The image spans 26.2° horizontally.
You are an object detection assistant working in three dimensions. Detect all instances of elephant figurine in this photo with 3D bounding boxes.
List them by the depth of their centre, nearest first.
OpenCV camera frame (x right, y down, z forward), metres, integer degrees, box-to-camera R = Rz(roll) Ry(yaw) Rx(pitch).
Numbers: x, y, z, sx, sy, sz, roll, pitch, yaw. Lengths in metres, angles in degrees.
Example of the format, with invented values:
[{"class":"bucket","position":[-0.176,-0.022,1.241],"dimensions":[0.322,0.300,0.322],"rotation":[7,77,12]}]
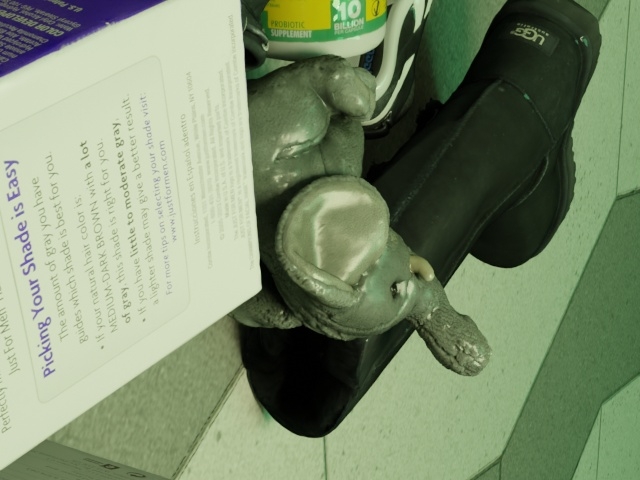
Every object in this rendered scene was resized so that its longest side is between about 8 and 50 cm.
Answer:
[{"class":"elephant figurine","position":[0.000,0.000,0.988],"dimensions":[0.169,0.186,0.239],"rotation":[37,37,-77]}]

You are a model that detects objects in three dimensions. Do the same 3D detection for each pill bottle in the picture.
[{"class":"pill bottle","position":[-0.009,-0.244,0.992],"dimensions":[0.117,0.117,0.208],"rotation":[-39,135,-53]}]

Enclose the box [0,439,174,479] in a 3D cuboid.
[{"class":"box","position":[-0.206,0.248,0.744],"dimensions":[0.345,0.168,0.215],"rotation":[3,99,-65]}]

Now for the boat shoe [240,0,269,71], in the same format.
[{"class":"boat shoe","position":[-0.120,-0.129,0.807],"dimensions":[0.340,0.127,0.113],"rotation":[-31,117,-69]}]

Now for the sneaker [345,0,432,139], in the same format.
[{"class":"sneaker","position":[0.060,-0.193,1.225],"dimensions":[0.121,0.079,0.217],"rotation":[68,41,-65]}]

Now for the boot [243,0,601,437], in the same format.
[{"class":"boot","position":[0.099,0.020,1.294],"dimensions":[0.445,0.146,0.367],"rotation":[-54,157,-35]}]

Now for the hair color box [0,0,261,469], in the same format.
[{"class":"hair color box","position":[-0.179,0.010,0.599],"dimensions":[0.339,0.110,0.185],"rotation":[-35,135,-40]}]
